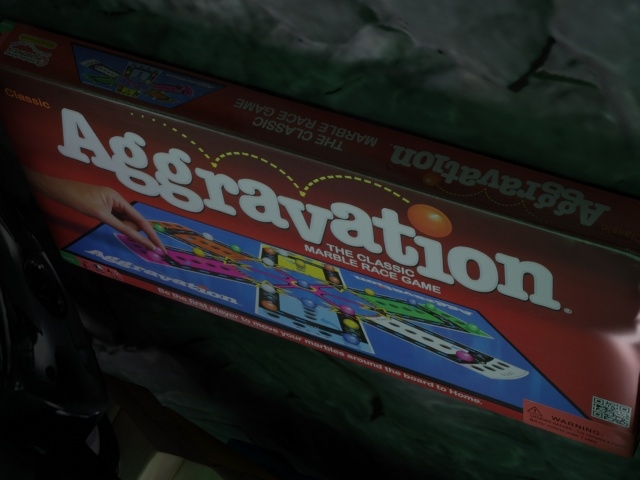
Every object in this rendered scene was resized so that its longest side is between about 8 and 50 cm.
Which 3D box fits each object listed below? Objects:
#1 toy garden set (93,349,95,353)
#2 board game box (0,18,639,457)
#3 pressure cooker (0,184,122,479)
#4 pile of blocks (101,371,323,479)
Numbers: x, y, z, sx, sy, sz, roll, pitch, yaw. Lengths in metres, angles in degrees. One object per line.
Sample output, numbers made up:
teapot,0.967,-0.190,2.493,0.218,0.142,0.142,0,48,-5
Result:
toy garden set,-0.217,0.087,0.894,0.244,0.049,0.203,14,147,25
board game box,0.000,0.000,0.598,0.281,0.027,0.145,18,147,20
pressure cooker,-0.295,0.111,0.643,0.370,0.420,0.375,33,-175,-17
pile of blocks,0.004,0.210,0.774,0.362,0.112,0.149,33,-172,12
